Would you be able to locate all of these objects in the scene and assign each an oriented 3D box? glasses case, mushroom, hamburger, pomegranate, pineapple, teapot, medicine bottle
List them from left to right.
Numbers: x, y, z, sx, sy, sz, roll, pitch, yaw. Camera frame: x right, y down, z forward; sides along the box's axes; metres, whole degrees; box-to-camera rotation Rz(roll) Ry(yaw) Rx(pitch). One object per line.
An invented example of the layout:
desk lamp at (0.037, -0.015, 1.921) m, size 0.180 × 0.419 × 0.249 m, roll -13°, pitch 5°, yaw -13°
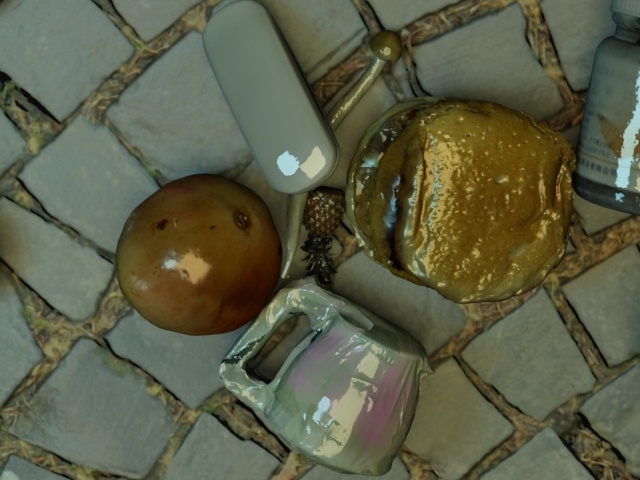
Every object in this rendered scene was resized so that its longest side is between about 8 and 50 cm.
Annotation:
pomegranate at (-0.140, 0.017, 1.789) m, size 0.191 × 0.191 × 0.191 m, roll 0°, pitch 103°, yaw 2°
glasses case at (-0.056, -0.161, 1.774) m, size 0.092 × 0.059 × 0.233 m, roll -32°, pitch 76°, yaw 15°
pineapple at (0.000, 0.000, 1.844) m, size 0.058 × 0.058 × 0.124 m, roll 5°, pitch 103°, yaw 1°
mushroom at (0.009, -0.102, 1.798) m, size 0.043 × 0.068 × 0.306 m, roll 28°, pitch 87°, yaw -12°
teapot at (0.020, 0.151, 1.841) m, size 0.221 × 0.163 × 0.178 m, roll 34°, pitch 103°, yaw 32°
hamburger at (0.155, -0.051, 1.775) m, size 0.244 × 0.163 × 0.244 m, roll -2°, pitch 98°, yaw -13°
medicine bottle at (0.377, -0.169, 1.741) m, size 0.165 × 0.165 × 0.273 m, roll 8°, pitch 103°, yaw 0°
